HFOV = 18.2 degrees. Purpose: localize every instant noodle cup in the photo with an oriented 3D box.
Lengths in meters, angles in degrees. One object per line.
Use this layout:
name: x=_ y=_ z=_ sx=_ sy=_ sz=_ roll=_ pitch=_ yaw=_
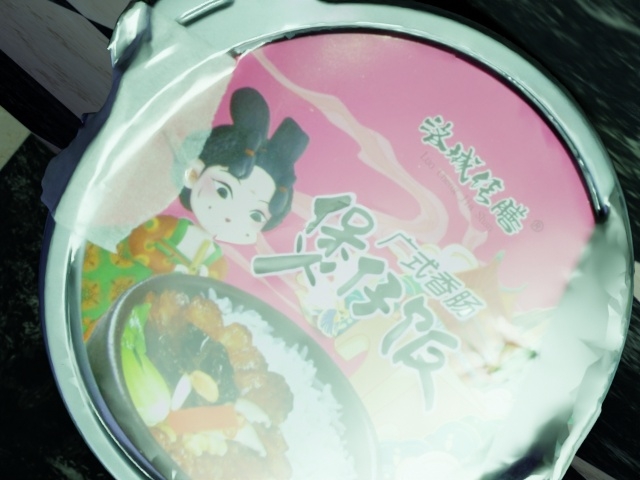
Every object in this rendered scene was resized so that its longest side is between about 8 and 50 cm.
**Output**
instant noodle cup: x=0.000 y=0.000 z=0.937 sx=0.181 sy=0.258 sz=0.302 roll=-113 pitch=8 yaw=-73
